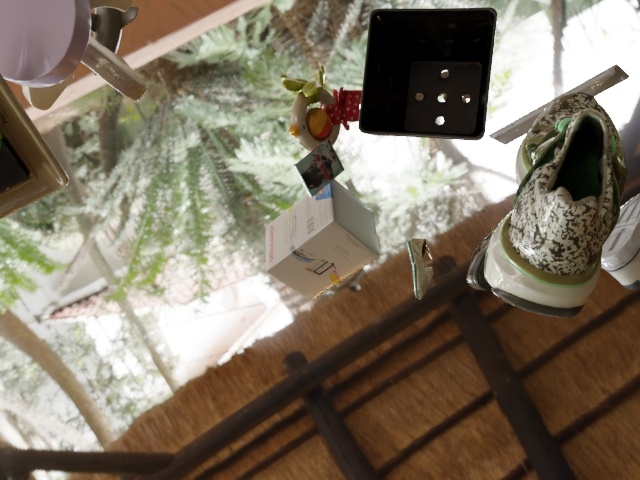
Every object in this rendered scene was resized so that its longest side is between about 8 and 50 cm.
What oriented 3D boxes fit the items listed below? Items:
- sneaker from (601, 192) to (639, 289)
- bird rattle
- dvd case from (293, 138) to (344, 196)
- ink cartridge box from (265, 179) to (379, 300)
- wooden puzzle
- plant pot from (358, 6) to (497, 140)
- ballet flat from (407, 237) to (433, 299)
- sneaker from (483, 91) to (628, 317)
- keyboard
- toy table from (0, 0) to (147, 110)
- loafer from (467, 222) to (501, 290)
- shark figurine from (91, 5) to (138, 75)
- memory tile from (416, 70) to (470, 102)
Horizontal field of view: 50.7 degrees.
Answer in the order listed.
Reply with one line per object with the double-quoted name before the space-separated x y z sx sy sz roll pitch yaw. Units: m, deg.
"sneaker" 0.593 -0.009 1.245 0.258 0.091 0.094 -43 -168 -28
"bird rattle" -0.005 -0.324 1.726 0.143 0.253 0.207 9 -104 35
"dvd case" -0.002 -0.169 1.572 0.119 0.087 0.013 -41 -155 -30
"ink cartridge box" 0.000 0.000 1.673 0.232 0.168 0.171 -36 -145 27
"wooden puzzle" -0.450 -0.102 0.773 0.238 0.221 0.044 -26 -151 -1
"plant pot" 0.178 -0.243 1.057 0.187 0.188 0.167 6 -179 19
"ballet flat" 0.231 0.057 1.533 0.052 0.057 0.168 -7 -129 5
"sneaker" 0.329 -0.096 0.844 0.182 0.158 0.410 101 13 -46
"keyboard" 0.435 -0.245 1.248 0.256 0.014 0.072 -28 161 35
"toy table" -0.347 -0.292 0.876 0.252 0.274 0.161 -35 162 16
"loafer" 0.432 0.034 1.678 0.267 0.096 0.084 -43 -161 -33
"shark figurine" -0.449 -0.510 1.431 0.116 0.278 0.166 3 -148 19
"memory tile" 0.336 -0.402 1.842 0.113 0.148 0.012 -58 -170 21
